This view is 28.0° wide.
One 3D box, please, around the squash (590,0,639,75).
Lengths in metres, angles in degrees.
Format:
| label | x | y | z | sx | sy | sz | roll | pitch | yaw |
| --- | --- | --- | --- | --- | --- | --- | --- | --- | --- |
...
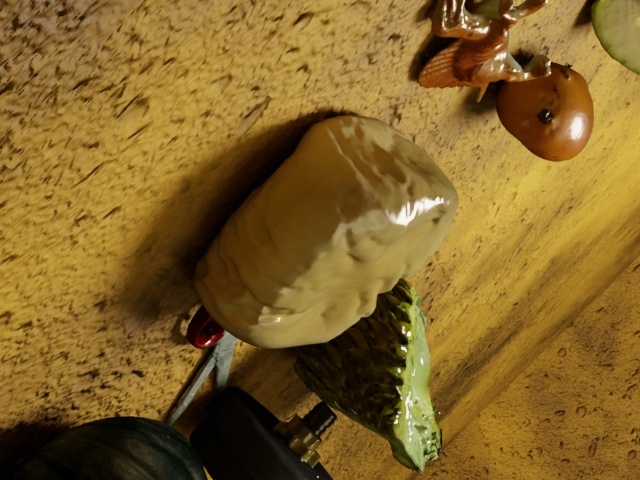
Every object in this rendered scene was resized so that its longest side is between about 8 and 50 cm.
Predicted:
| label | x | y | z | sx | sy | sz | roll | pitch | yaw |
| --- | --- | --- | --- | --- | --- | --- | --- | --- | --- |
| squash | 0.366 | -0.280 | 1.396 | 0.093 | 0.169 | 0.252 | -56 | -166 | 43 |

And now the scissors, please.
| label | x | y | z | sx | sy | sz | roll | pitch | yaw |
| --- | --- | --- | --- | --- | --- | --- | --- | --- | --- |
| scissors | -0.093 | 0.103 | 1.223 | 0.144 | 0.017 | 0.248 | -32 | 161 | -37 |

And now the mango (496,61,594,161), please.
| label | x | y | z | sx | sy | sz | roll | pitch | yaw |
| --- | --- | --- | --- | --- | --- | --- | --- | --- | --- |
| mango | 0.237 | -0.133 | 1.293 | 0.084 | 0.105 | 0.159 | -33 | 176 | 30 |

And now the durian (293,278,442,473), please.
| label | x | y | z | sx | sy | sz | roll | pitch | yaw |
| --- | --- | --- | --- | --- | --- | --- | --- | --- | --- |
| durian | 0.097 | 0.156 | 1.486 | 0.163 | 0.198 | 0.394 | -47 | 166 | 1 |

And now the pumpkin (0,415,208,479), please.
| label | x | y | z | sx | sy | sz | roll | pitch | yaw |
| --- | --- | --- | --- | --- | --- | --- | --- | --- | --- |
| pumpkin | -0.183 | 0.260 | 1.054 | 0.250 | 0.216 | 0.250 | -50 | -171 | 11 |

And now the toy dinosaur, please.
| label | x | y | z | sx | sy | sz | roll | pitch | yaw |
| --- | --- | --- | --- | --- | --- | --- | --- | --- | --- |
| toy dinosaur | 0.132 | -0.152 | 1.085 | 0.142 | 0.057 | 0.212 | -23 | 154 | -27 |

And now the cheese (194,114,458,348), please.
| label | x | y | z | sx | sy | sz | roll | pitch | yaw |
| --- | --- | --- | --- | --- | --- | --- | --- | --- | --- |
| cheese | 0.000 | 0.000 | 1.045 | 0.214 | 0.117 | 0.226 | -49 | 158 | 26 |

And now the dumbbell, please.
| label | x | y | z | sx | sy | sz | roll | pitch | yaw |
| --- | --- | --- | --- | --- | --- | --- | --- | --- | --- |
| dumbbell | -0.128 | 0.312 | 1.349 | 0.388 | 0.185 | 0.185 | -44 | 164 | 1 |
